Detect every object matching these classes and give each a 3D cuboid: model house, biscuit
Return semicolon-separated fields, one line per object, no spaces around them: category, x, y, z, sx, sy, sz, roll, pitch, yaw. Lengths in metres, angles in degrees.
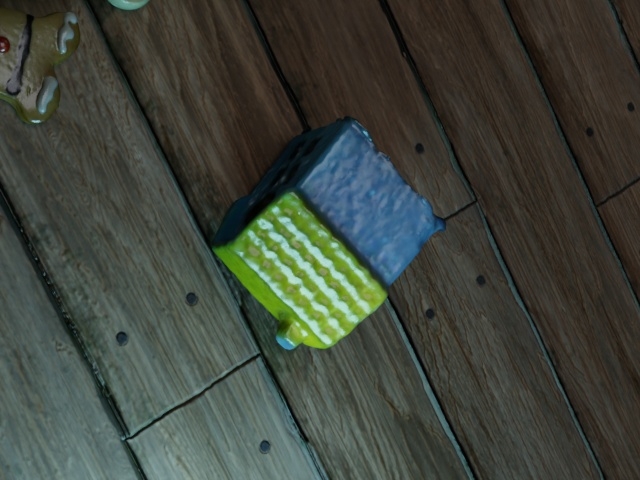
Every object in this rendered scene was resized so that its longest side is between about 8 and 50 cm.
model house;0.000;0.000;1.818;0.237;0.215;0.303;47;66;-18
biscuit;-0.481;-0.273;1.661;0.301;0.049;0.197;18;71;-27

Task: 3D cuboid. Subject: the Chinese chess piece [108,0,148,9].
Chinese chess piece;-0.284;-0.382;1.802;0.084;0.034;0.084;5;80;-29
